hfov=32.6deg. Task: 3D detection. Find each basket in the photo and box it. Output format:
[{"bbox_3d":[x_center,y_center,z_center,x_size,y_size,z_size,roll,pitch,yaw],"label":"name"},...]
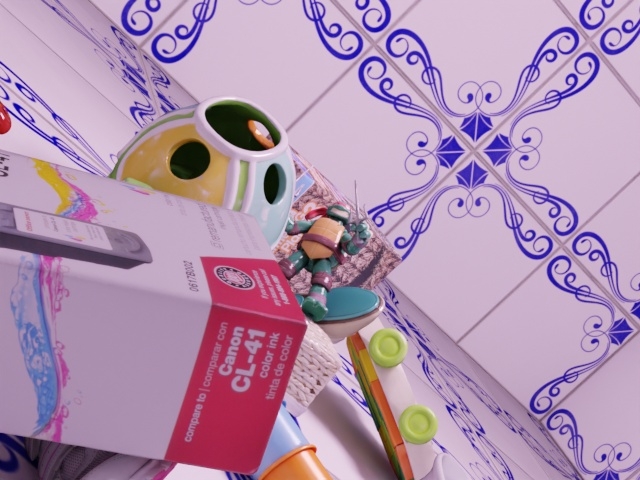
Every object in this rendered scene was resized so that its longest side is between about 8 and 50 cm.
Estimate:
[{"bbox_3d":[-0.063,0.141,1.502,0.167,0.103,0.113,41,7,-27],"label":"basket"}]

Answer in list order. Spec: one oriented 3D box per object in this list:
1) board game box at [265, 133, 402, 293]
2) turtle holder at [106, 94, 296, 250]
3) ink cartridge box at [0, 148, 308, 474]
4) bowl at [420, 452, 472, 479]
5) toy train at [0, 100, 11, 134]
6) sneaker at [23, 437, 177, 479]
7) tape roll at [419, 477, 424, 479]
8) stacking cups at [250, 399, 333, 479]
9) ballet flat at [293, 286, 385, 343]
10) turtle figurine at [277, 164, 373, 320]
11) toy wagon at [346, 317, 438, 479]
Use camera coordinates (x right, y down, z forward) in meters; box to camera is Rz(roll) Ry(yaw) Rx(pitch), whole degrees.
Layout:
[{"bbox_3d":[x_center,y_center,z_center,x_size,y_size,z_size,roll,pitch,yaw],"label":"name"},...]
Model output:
[{"bbox_3d":[-0.049,0.005,1.830,0.291,0.232,0.141,39,10,-41],"label":"board game box"},{"bbox_3d":[-0.176,-0.069,1.419,0.320,0.227,0.243,3,45,-40],"label":"turtle holder"},{"bbox_3d":[-0.186,0.036,0.782,0.306,0.131,0.226,16,17,-19],"label":"ink cartridge box"},{"bbox_3d":[0.140,0.379,1.114,0.298,0.134,0.298,58,8,-12],"label":"bowl"},{"bbox_3d":[-0.344,-0.063,1.118,0.143,0.105,0.248,62,-2,-2],"label":"toy train"},{"bbox_3d":[-0.179,0.154,0.829,0.111,0.103,0.252,40,2,-10],"label":"sneaker"},{"bbox_3d":[0.182,0.406,1.393,0.219,0.072,0.219,48,-5,6],"label":"tape roll"},{"bbox_3d":[-0.060,0.220,1.176,0.316,0.096,0.096,53,9,26],"label":"stacking cups"},{"bbox_3d":[-0.009,0.116,1.638,0.248,0.086,0.086,1,-19,29],"label":"ballet flat"},{"bbox_3d":[0.000,0.000,1.611,0.175,0.234,0.118,9,-34,27],"label":"turtle figurine"},{"bbox_3d":[0.126,0.280,1.655,0.267,0.068,0.344,88,-18,-72],"label":"toy wagon"}]
